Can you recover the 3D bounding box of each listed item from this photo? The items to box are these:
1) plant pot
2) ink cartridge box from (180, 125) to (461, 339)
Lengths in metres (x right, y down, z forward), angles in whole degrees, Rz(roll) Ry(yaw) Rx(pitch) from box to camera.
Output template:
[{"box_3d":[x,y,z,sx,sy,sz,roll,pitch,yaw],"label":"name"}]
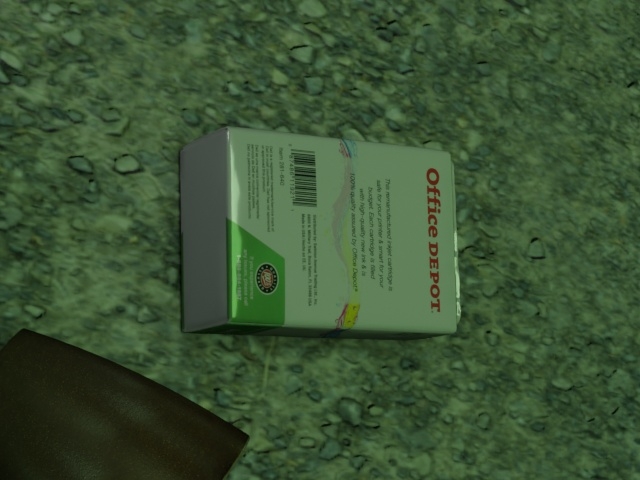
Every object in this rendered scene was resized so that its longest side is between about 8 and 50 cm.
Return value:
[{"box_3d":[-0.222,0.195,1.506,0.230,0.215,0.215,39,63,-2],"label":"plant pot"},{"box_3d":[0.000,0.000,1.708,0.278,0.117,0.201,4,79,-30],"label":"ink cartridge box"}]
